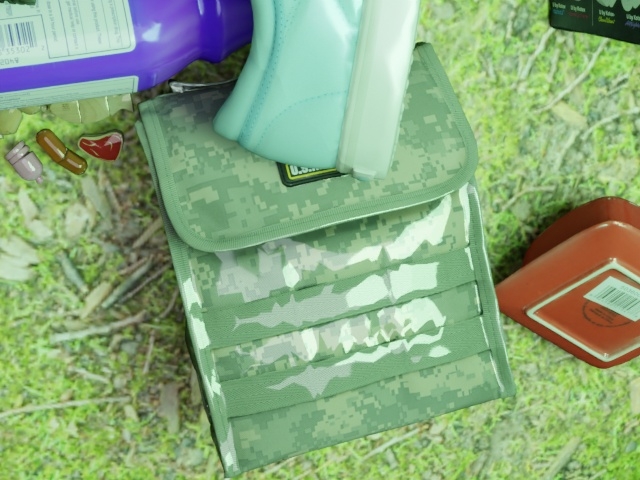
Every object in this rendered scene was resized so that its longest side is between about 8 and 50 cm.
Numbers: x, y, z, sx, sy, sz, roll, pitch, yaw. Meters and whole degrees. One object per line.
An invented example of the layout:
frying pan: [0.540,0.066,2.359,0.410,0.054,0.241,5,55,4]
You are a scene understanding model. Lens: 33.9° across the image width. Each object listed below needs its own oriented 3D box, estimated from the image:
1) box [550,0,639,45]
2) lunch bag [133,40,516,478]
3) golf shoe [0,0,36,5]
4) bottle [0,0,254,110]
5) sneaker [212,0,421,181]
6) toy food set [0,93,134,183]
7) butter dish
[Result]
box: [0.330,-0.244,0.840,0.247,0.163,0.142,-10,109,-15]
lunch bag: [0.000,0.000,0.806,0.235,0.169,0.287,-14,100,-9]
golf shoe: [-0.274,-0.226,0.593,0.273,0.105,0.120,26,89,-23]
bottle: [-0.149,-0.163,0.744,0.283,0.092,0.118,-11,77,-15]
sneaker: [-0.003,-0.222,0.657,0.150,0.135,0.365,7,100,-1]
toy food set: [-0.201,-0.080,0.790,0.122,0.019,0.077,1,108,-5]
butter dish: [0.251,0.019,0.920,0.160,0.118,0.160,30,138,-21]
